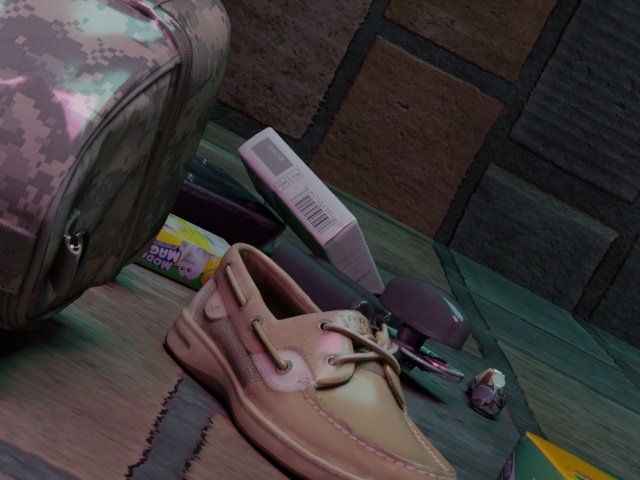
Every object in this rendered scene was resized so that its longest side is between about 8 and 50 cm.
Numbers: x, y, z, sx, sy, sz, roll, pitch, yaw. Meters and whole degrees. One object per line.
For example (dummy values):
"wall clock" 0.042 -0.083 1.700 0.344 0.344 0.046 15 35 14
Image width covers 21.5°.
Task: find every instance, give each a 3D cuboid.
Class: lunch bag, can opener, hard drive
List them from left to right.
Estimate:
"lunch bag" -0.239 -0.086 0.996 0.305 0.212 0.256 26 22 5
"hard drive" -0.152 -0.063 1.942 0.172 0.054 0.255 25 8 -27
"can opener" 0.053 0.057 1.665 0.076 0.095 0.283 24 7 -40

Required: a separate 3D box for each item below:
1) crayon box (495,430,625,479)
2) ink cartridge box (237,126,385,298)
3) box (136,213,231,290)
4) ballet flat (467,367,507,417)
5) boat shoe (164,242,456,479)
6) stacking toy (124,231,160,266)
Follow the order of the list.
"crayon box" 0.208 0.223 1.023 0.165 0.081 0.278 27 6 -13
"ink cartridge box" 0.000 0.000 1.896 0.181 0.056 0.224 48 -13 36
"box" -0.155 -0.006 1.505 0.179 0.043 0.105 28 6 -25
"ballet flat" 0.171 0.149 1.691 0.041 0.041 0.114 28 6 0
"boat shoe" -0.001 0.089 1.120 0.109 0.098 0.302 24 7 -37
"stacking toy" -0.275 -0.086 1.278 0.330 0.141 0.141 19 10 -30
